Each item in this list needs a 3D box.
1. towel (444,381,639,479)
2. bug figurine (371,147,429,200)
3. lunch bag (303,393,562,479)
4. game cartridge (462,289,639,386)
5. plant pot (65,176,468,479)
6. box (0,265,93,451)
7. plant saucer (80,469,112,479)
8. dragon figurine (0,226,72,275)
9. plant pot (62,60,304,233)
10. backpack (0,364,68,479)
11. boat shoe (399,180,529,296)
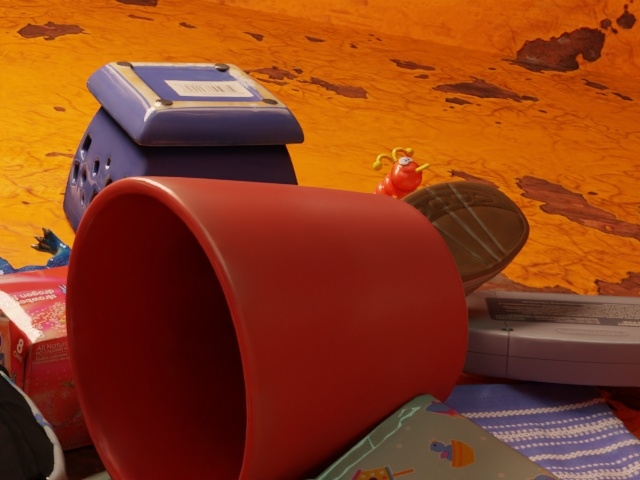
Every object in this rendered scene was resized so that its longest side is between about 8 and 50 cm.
[{"bbox_3d":[0.221,0.222,1.230,0.243,0.040,0.336,0,25,-21],"label":"towel"},{"bbox_3d":[0.000,0.000,1.445,0.279,0.216,0.072,-23,69,-47],"label":"bug figurine"},{"bbox_3d":[0.070,0.259,0.935,0.223,0.160,0.262,32,43,32],"label":"lunch bag"},{"bbox_3d":[0.278,0.103,1.432,0.297,0.062,0.198,3,16,2],"label":"game cartridge"},{"bbox_3d":[-0.034,0.073,1.062,0.243,0.275,0.275,-10,30,-38],"label":"plant pot"},{"bbox_3d":[-0.184,0.097,1.242,0.257,0.122,0.128,-8,30,-37],"label":"box"},{"bbox_3d":[-0.129,0.226,1.075,0.195,0.037,0.195,8,24,-4],"label":"plant saucer"},{"bbox_3d":[-0.267,0.058,1.343,0.289,0.085,0.144,-13,34,-34],"label":"dragon figurine"},{"bbox_3d":[-0.155,-0.086,1.569,0.236,0.212,0.236,-2,25,-26],"label":"plant pot"},{"bbox_3d":[-0.287,0.186,0.850,0.290,0.273,0.355,1,-6,-31],"label":"backpack"},{"bbox_3d":[0.082,0.042,1.396,0.341,0.110,0.121,-28,68,-36],"label":"boat shoe"}]
